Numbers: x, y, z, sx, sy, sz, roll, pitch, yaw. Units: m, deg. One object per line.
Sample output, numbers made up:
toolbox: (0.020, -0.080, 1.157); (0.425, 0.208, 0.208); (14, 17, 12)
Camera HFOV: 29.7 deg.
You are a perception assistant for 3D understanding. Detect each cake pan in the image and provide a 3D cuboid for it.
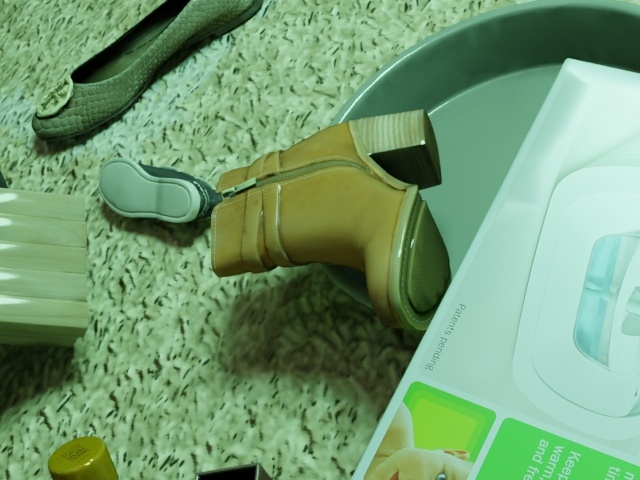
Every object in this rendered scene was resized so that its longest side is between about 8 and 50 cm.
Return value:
cake pan: (0.132, -0.047, 0.815); (0.293, 0.054, 0.293); (-15, 45, 16)

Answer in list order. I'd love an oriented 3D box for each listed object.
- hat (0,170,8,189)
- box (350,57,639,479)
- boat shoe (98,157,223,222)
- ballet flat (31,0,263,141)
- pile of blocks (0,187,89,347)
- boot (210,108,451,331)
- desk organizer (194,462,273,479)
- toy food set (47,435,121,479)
hat: (-0.413, 0.017, 0.953); (0.331, 0.331, 0.134); (-50, 8, -20)
box: (0.182, 0.071, 0.587); (0.231, 0.126, 0.262); (19, 68, 29)
boat shoe: (-0.129, -0.040, 0.964); (0.125, 0.038, 0.046); (11, 98, 42)
ballet flat: (-0.163, -0.178, 1.096); (0.250, 0.058, 0.084); (-35, 42, -5)
pile of blocks: (-0.333, 0.063, 0.849); (0.362, 0.112, 0.149); (-21, 77, -30)
boot: (0.000, 0.000, 0.756); (0.152, 0.073, 0.197); (-15, 34, 15)
desk organizer: (-0.050, 0.197, 0.691); (0.047, 0.050, 0.130); (-13, 46, 19)
toy food set: (-0.216, 0.225, 0.748); (0.232, 0.104, 0.111); (-26, 26, -22)
